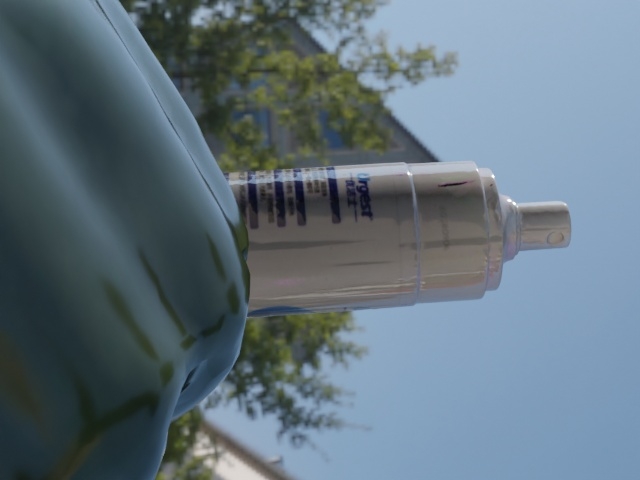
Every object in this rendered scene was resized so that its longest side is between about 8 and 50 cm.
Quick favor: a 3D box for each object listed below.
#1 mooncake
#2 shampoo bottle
[{"bbox_3d":[-0.188,0.042,0.418,0.187,0.351,0.351,61,-19,-15],"label":"mooncake"},{"bbox_3d":[0.000,0.000,0.732,0.092,0.303,0.092,177,-90,-87],"label":"shampoo bottle"}]
